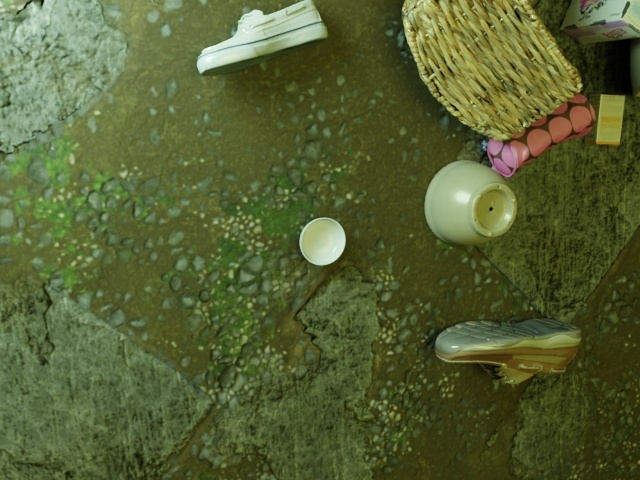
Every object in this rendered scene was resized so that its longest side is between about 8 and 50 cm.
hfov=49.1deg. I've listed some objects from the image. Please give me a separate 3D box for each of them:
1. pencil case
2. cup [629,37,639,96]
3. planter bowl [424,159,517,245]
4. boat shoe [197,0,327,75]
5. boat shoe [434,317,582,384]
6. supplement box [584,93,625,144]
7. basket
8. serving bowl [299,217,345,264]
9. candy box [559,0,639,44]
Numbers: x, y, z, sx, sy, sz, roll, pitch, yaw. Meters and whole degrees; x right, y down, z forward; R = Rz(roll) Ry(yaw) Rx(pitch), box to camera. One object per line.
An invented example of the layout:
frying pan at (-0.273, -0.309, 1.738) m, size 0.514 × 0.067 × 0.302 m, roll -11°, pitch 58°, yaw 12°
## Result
pencil case at (0.410, -0.195, 1.313) m, size 0.209 × 0.095 × 0.098 m, roll -27°, pitch 147°, yaw -16°
cup at (0.721, -0.431, 1.291) m, size 0.331 × 0.331 × 0.237 m, roll -15°, pitch 89°, yaw -19°
planter bowl at (0.286, -0.062, 1.277) m, size 0.162 × 0.109 × 0.162 m, roll -4°, pitch 102°, yaw -21°
boat shoe at (-0.098, -0.320, 1.095) m, size 0.226 × 0.083 × 0.076 m, roll -24°, pitch 97°, yaw -28°
boat shoe at (0.370, 0.224, 1.363) m, size 0.324 × 0.123 × 0.116 m, roll 1°, pitch 102°, yaw -21°
supplement box at (0.565, -0.241, 1.394) m, size 0.062 × 0.036 × 0.098 m, roll -1°, pitch 101°, yaw -22°
basket at (0.277, -0.346, 1.227) m, size 0.213 × 0.223 × 0.299 m, roll -35°, pitch 115°, yaw 23°
serving bowl at (0.000, 0.000, 1.215) m, size 0.083 × 0.027 × 0.083 m, roll -4°, pitch 102°, yaw -22°
candy box at (0.547, -0.466, 1.273) m, size 0.070 × 0.165 × 0.196 m, roll 22°, pitch 91°, yaw -24°
